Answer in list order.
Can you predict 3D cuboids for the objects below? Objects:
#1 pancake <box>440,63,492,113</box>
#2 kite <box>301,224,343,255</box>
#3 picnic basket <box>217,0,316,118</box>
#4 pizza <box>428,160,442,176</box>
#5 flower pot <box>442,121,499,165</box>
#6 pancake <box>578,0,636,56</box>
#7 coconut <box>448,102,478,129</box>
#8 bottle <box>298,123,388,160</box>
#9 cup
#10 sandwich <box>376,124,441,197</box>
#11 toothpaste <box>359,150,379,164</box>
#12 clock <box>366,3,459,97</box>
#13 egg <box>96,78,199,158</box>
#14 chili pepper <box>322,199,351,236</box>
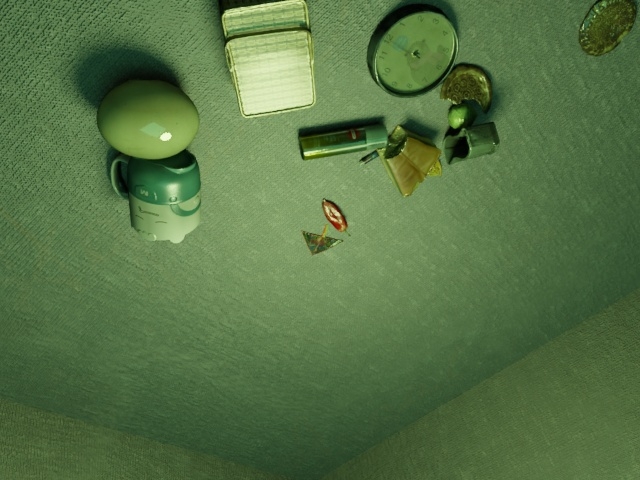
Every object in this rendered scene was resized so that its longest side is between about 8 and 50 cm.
[{"bbox_3d":[0.472,-0.476,1.659,0.190,0.020,0.184,-26,112,-9],"label":"pancake"},{"bbox_3d":[0.000,0.000,2.008,0.190,0.010,0.159,13,125,-28],"label":"kite"},{"bbox_3d":[-0.141,-0.511,1.382,0.228,0.175,0.313,-10,133,-7],"label":"picnic basket"},{"bbox_3d":[0.390,-0.255,1.880,0.108,0.026,0.123,-30,133,14],"label":"pizza"},{"bbox_3d":[0.502,-0.323,1.734,0.108,0.229,0.103,-14,92,-5],"label":"flower pot"},{"bbox_3d":[0.918,-0.688,1.645,0.199,0.021,0.199,-9,133,-9],"label":"pancake"},{"bbox_3d":[0.477,-0.415,1.721,0.096,0.088,0.088,0,138,21],"label":"coconut"},{"bbox_3d":[0.075,-0.323,1.684,0.286,0.082,0.082,-11,133,-8],"label":"bottle"},{"bbox_3d":[-0.508,-0.165,1.583,0.290,0.219,0.257,19,130,9],"label":"cup"},{"bbox_3d":[0.275,-0.266,1.774,0.186,0.108,0.220,14,122,-28],"label":"sandwich"},{"bbox_3d":[0.172,-0.287,1.789,0.083,0.019,0.027,-31,132,2],"label":"toothpaste"},{"bbox_3d":[0.279,-0.561,1.546,0.281,0.055,0.280,-9,134,-10],"label":"clock"},{"bbox_3d":[-0.471,-0.333,1.416,0.269,0.219,0.219,3,130,-15],"label":"egg"},{"bbox_3d":[0.058,-0.083,1.922,0.059,0.050,0.191,-28,121,14],"label":"chili pepper"}]
